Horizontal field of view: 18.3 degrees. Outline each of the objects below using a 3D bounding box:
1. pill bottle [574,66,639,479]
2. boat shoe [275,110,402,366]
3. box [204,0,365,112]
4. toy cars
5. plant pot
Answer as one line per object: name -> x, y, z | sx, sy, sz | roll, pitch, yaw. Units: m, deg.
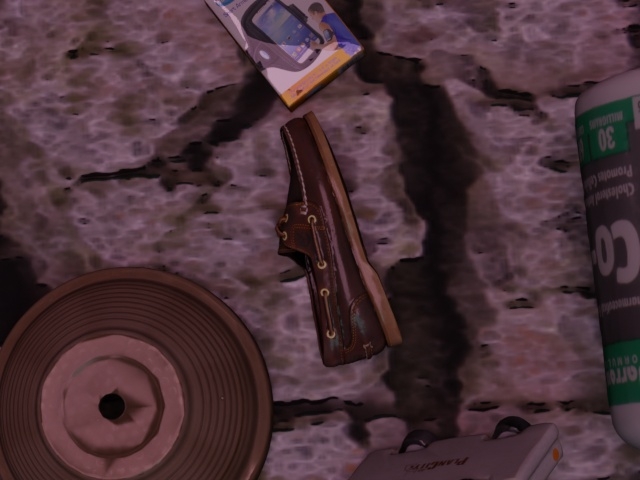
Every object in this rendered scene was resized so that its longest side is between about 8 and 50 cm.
pill bottle -> 0.314, 0.050, 1.520 | 0.204, 0.204, 0.361 | -7, 82, 3
boat shoe -> 0.000, 0.000, 1.612 | 0.073, 0.073, 0.207 | -19, 82, -1
box -> -0.035, -0.185, 1.661 | 0.081, 0.028, 0.136 | -38, 84, -1
toy cars -> 0.015, 0.252, 1.544 | 0.393, 0.176, 0.087 | -28, 106, 0
plant pot -> -0.159, 0.135, 1.589 | 0.237, 0.110, 0.237 | -1, 83, 5
